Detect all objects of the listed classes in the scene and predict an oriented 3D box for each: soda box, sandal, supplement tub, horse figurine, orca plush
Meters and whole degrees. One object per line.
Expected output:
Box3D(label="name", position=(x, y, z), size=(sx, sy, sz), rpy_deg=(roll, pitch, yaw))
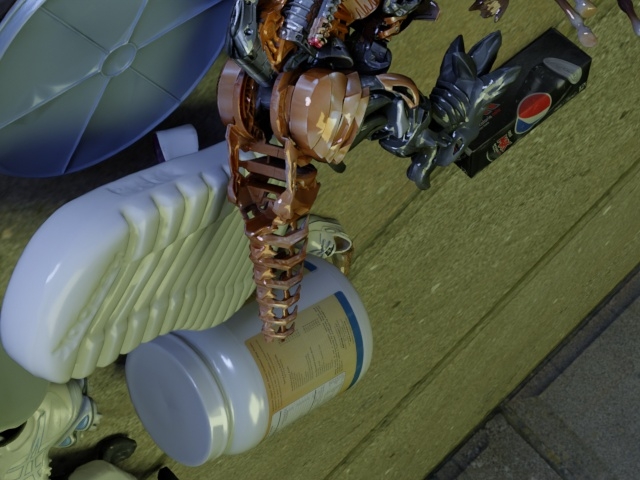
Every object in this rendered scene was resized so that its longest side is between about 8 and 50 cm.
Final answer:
Box3D(label="soda box", position=(0.196, -0.141, 1.243), size=(0.169, 0.060, 0.053), rpy_deg=(-38, 156, -15))
Box3D(label="sandal", position=(-0.113, -0.016, 0.870), size=(0.169, 0.102, 0.416), rpy_deg=(-64, 168, 12))
Box3D(label="supplement tub", position=(-0.064, 0.109, 1.129), size=(0.199, 0.144, 0.144), rpy_deg=(-26, 153, -37))
Box3D(label="horse figurine", position=(0.212, -0.231, 1.001), size=(0.263, 0.175, 0.066), rpy_deg=(-4, 147, -40))
Box3D(label="orca plush", position=(-0.234, 0.275, 1.273), size=(0.287, 0.102, 0.151), rpy_deg=(-9, 97, -72))

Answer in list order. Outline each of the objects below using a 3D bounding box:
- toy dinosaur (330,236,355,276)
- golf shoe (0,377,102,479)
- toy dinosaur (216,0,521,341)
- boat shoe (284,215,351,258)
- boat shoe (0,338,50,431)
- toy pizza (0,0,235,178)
Box3D(label="toy dinosaur", position=(-0.010, 0.086, 1.298), size=(0.112, 0.064, 0.211), rpy_deg=(-27, 154, -40))
Box3D(label="golf shoe", position=(-0.265, 0.177, 1.038), size=(0.086, 0.069, 0.176), rpy_deg=(15, 118, -43))
Box3D(label="toy dinosaur", position=(-0.006, -0.104, 0.796), size=(0.218, 0.164, 0.322), rpy_deg=(-6, 131, -58))
Box3D(label="boat shoe", position=(0.000, 0.000, 1.190), size=(0.035, 0.035, 0.100), rpy_deg=(-50, 159, 17))
Box3D(label="boat shoe", position=(-0.281, 0.122, 0.861), size=(0.081, 0.079, 0.227), rpy_deg=(-15, -167, 29))
Box3D(label="toy pizza", position=(-0.130, -0.118, 0.731), size=(0.201, 0.032, 0.201), rpy_deg=(-38, 161, -15))
